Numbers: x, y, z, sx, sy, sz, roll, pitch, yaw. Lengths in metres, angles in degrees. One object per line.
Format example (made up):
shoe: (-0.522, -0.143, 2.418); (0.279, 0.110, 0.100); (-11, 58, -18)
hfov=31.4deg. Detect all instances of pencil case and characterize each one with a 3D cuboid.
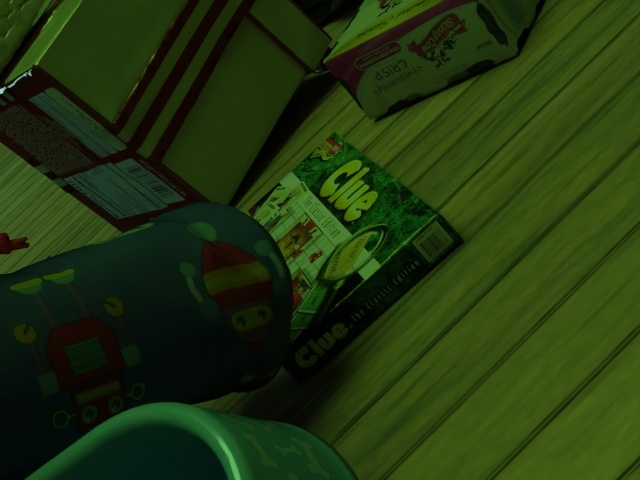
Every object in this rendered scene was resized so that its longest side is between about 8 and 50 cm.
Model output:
pencil case: (-0.154, 0.068, 0.599); (0.306, 0.119, 0.133); (-20, 8, -41)

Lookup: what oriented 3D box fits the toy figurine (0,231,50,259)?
toy figurine: (-0.384, 0.154, 0.975); (0.362, 0.191, 0.217); (-41, 26, 6)

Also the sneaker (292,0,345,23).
sneaker: (-0.067, -0.301, 1.366); (0.330, 0.129, 0.147); (-10, 35, 54)

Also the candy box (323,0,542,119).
candy box: (0.118, -0.220, 0.963); (0.159, 0.071, 0.233); (-21, 30, 43)

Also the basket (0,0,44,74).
basket: (-0.344, -0.186, 1.039); (0.103, 0.113, 0.167); (-10, 49, 55)

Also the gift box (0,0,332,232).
gift box: (-0.147, -0.172, 1.112); (0.276, 0.255, 0.258); (-6, 50, 52)

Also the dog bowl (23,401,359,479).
dog bowl: (-0.114, 0.183, 0.503); (0.297, 0.074, 0.166); (-37, 46, 15)

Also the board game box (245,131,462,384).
board game box: (0.000, 0.000, 0.806); (0.136, 0.030, 0.259); (-40, 21, -1)
